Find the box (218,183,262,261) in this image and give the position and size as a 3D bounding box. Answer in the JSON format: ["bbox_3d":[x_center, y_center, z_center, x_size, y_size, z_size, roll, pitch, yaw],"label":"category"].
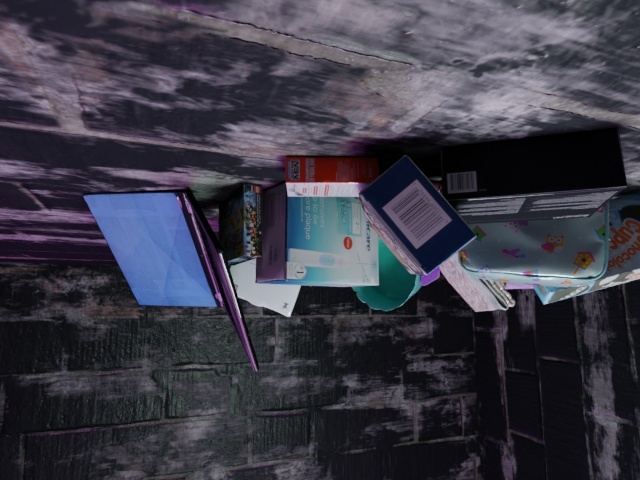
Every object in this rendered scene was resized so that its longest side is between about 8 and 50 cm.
[{"bbox_3d":[-0.196,-0.029,1.004,0.044,0.160,0.233,3,171,-27],"label":"box"}]

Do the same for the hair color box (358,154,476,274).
[{"bbox_3d":[0.173,-0.028,0.822,0.105,0.174,0.347,-39,171,4],"label":"hair color box"}]

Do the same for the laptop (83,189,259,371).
[{"bbox_3d":[-0.353,0.101,1.000,0.236,0.383,0.408,-22,-140,-18],"label":"laptop"}]

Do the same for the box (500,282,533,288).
[{"bbox_3d":[0.668,0.061,1.426,0.293,0.201,0.057,-8,-176,40],"label":"box"}]

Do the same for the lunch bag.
[{"bbox_3d":[0.435,-0.024,0.866,0.278,0.224,0.107,2,168,26],"label":"lunch bag"}]

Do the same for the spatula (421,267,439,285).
[{"bbox_3d":[0.371,0.060,1.487,0.084,0.297,0.030,-30,-142,-6],"label":"spatula"}]

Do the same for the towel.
[{"bbox_3d":[0.481,0.102,1.431,0.053,0.332,0.317,-36,171,-4],"label":"towel"}]

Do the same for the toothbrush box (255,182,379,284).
[{"bbox_3d":[0.000,0.000,1.010,0.295,0.217,0.126,9,168,-42],"label":"toothbrush box"}]

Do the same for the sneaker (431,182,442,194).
[{"bbox_3d":[0.247,-0.107,0.902,0.119,0.047,0.057,-7,157,33],"label":"sneaker"}]

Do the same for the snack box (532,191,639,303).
[{"bbox_3d":[0.610,0.012,0.941,0.321,0.187,0.060,-15,143,-1],"label":"snack box"}]

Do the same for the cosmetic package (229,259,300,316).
[{"bbox_3d":[-0.158,0.096,1.364,0.217,0.157,0.385,21,-176,-3],"label":"cosmetic package"}]

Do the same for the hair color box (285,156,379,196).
[{"bbox_3d":[0.019,-0.117,0.786,0.167,0.054,0.093,-1,171,-2],"label":"hair color box"}]

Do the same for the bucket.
[{"bbox_3d":[0.264,0.120,1.624,0.280,0.282,0.183,-5,178,28],"label":"bucket"}]

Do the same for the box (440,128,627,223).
[{"bbox_3d":[0.350,-0.099,0.741,0.260,0.103,0.184,-3,166,17],"label":"box"}]
